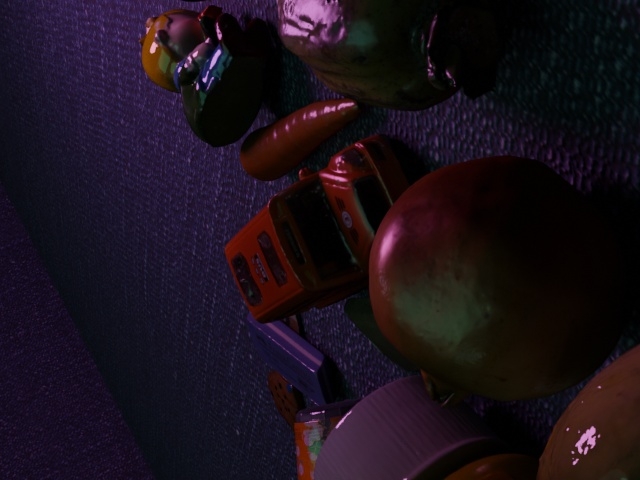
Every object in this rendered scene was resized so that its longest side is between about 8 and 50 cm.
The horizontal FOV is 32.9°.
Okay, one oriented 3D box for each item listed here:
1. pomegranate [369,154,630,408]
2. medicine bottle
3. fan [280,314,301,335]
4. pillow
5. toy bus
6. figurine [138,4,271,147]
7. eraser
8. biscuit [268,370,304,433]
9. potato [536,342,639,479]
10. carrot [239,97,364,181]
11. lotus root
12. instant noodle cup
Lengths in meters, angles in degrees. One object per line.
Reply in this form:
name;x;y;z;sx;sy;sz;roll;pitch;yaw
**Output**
pomegranate;0.142;0.032;0.869;0.209;0.209;0.209;49;152;37
medicine bottle;0.168;0.321;1.053;0.384;0.224;0.224;47;151;40
fan;-0.061;0.074;1.620;0.153;0.008;0.227;60;157;17
pillow;0.099;0.101;1.220;0.130;0.033;0.217;43;158;-4
toy bus;0.000;0.000;1.220;0.143;0.153;0.329;67;158;4
figurine;-0.152;-0.248;1.383;0.185;0.127;0.234;107;150;-41
eraser;-0.044;0.174;1.629;0.225;0.036;0.082;32;146;50
biscuit;-0.056;0.257;1.776;0.119;0.019;0.130;58;156;20
potato;0.257;0.163;0.723;0.242;0.242;0.285;57;159;23
carrot;-0.030;-0.124;1.286;0.069;0.069;0.336;67;155;-1
lotus root;0.066;-0.184;0.907;0.278;0.154;0.154;31;139;57
instant noodle cup;0.038;0.271;1.408;0.208;0.177;0.126;-16;81;44
